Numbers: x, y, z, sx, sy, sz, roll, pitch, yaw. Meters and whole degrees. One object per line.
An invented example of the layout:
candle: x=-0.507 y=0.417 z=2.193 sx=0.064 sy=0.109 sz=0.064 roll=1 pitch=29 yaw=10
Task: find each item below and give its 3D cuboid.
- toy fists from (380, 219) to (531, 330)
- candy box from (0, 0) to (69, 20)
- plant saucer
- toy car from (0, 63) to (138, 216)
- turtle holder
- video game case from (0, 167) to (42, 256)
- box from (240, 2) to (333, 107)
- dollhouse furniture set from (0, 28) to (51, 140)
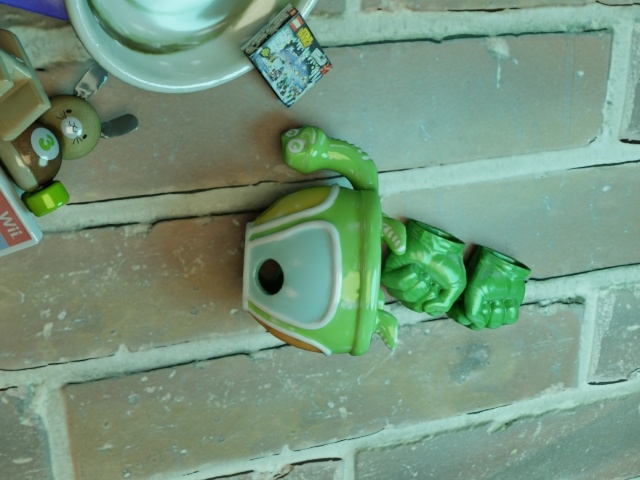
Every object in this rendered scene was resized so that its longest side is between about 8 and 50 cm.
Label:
toy fists: x=0.233 y=0.074 z=1.454 sx=0.279 sy=0.096 sz=0.142 roll=19 pitch=104 yaw=-27
candy box: x=-0.424 y=-0.436 z=0.993 sx=0.317 sy=0.122 sz=0.268 roll=11 pitch=108 yaw=-25
plant saucer: x=-0.153 y=-0.381 z=1.077 sx=0.400 sy=0.100 sz=0.400 roll=-29 pitch=147 yaw=-21
toy car: x=-0.342 y=-0.147 z=1.137 sx=0.188 sy=0.149 sz=0.155 roll=-34 pitch=108 yaw=-17
turtle holder: x=0.000 y=0.014 z=1.266 sx=0.227 sy=0.243 sz=0.320 roll=3 pitch=120 yaw=-3
video game case: x=-0.534 y=-0.040 z=1.103 sx=0.285 sy=0.025 sz=0.204 roll=-18 pitch=118 yaw=13
box: x=-0.045 y=-0.261 z=1.220 sx=0.094 sy=0.027 sz=0.137 roll=-43 pitch=148 yaw=0
dollhouse furniture set: x=-0.430 y=-0.283 z=0.838 sx=0.394 sy=0.256 sz=0.362 roll=-36 pitch=154 yaw=10
